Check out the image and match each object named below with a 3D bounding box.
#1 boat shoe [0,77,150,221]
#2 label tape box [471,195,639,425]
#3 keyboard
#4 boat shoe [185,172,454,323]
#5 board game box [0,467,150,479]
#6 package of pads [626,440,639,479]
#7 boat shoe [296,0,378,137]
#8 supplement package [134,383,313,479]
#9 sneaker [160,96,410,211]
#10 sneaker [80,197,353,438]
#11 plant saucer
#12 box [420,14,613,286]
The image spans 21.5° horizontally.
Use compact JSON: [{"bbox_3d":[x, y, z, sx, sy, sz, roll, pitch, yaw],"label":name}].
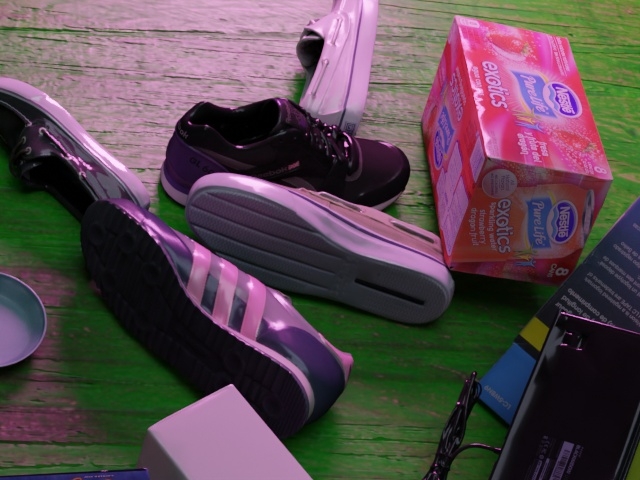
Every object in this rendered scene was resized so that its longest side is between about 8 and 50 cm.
[{"bbox_3d":[-0.286,-0.083,1.782,0.228,0.080,0.076,41,49,8],"label":"boat shoe"},{"bbox_3d":[0.359,0.116,1.771,0.240,0.106,0.333,42,90,18],"label":"label tape box"},{"bbox_3d":[0.196,0.213,1.628,0.202,0.033,0.317,16,69,25],"label":"keyboard"},{"bbox_3d":[0.000,0.000,1.796,0.302,0.109,0.094,23,34,-12],"label":"boat shoe"},{"bbox_3d":[-0.275,0.258,1.427,0.243,0.165,0.042,0,51,-19],"label":"board game box"},{"bbox_3d":[0.387,0.251,1.608,0.296,0.101,0.229,-33,60,5],"label":"package of pads"},{"bbox_3d":[0.014,-0.227,1.987,0.084,0.095,0.258,15,46,-11],"label":"boat shoe"},{"bbox_3d":[-0.077,0.242,1.547,0.105,0.105,0.179,-26,63,-34],"label":"supplement package"},{"bbox_3d":[-0.025,-0.094,1.839,0.283,0.124,0.107,-1,52,-19],"label":"sneaker"},{"bbox_3d":[-0.105,0.067,1.704,0.319,0.112,0.131,44,35,15],"label":"sneaker"},{"bbox_3d":[-0.330,0.082,1.657,0.119,0.021,0.119,10,48,-11],"label":"plant saucer"},{"bbox_3d":[0.209,-0.102,1.868,0.142,0.154,0.300,10,35,-11],"label":"box"}]
